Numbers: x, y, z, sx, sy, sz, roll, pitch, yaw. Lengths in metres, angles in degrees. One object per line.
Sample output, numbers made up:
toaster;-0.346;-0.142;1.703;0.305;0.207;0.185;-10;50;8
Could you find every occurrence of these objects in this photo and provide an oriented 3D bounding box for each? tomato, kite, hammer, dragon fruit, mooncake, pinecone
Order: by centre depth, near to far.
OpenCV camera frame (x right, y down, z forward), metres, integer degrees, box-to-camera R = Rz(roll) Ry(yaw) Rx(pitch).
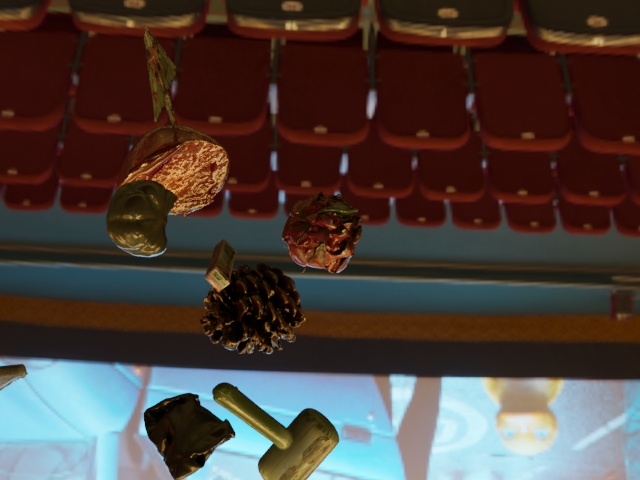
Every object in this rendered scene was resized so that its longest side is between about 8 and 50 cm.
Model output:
mooncake;-0.395;-0.049;1.871;0.104;0.175;0.168;0;-165;31
hammer;-0.124;0.427;1.902;0.335;0.206;0.119;43;177;-23
kite;-0.381;-0.383;1.963;0.013;0.323;0.267;-8;126;6
pinecone;-0.174;0.169;2.052;0.257;0.243;0.243;-3;166;-12
tomato;-0.398;-0.203;2.140;0.309;0.170;0.309;-21;147;-14
dragon fruit;0.000;0.000;2.340;0.234;0.233;0.293;5;135;-12

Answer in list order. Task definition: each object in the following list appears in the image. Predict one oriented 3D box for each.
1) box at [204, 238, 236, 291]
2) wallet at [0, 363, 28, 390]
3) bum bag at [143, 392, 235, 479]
box;-0.228;0.055;1.911;0.041;0.050;0.207;-39;-165;11
wallet;-0.652;0.280;1.462;0.222;0.036;0.167;-32;166;13
bum bag;-0.257;0.371;1.609;0.142;0.079;0.326;-35;-159;-15
